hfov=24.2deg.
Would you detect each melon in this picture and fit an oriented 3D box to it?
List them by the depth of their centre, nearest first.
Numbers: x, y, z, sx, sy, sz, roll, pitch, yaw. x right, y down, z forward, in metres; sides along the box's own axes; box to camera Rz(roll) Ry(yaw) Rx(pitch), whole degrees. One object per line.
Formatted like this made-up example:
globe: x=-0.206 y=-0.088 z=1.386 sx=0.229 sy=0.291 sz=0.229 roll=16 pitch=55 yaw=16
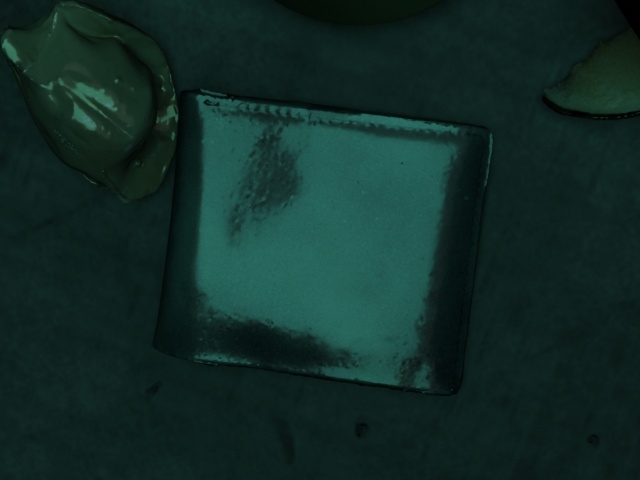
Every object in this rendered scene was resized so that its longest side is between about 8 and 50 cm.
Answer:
melon: x=0.290 y=-0.154 z=1.309 sx=0.182 sy=0.054 sz=0.098 roll=-41 pitch=83 yaw=6

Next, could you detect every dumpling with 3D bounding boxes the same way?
dumpling: x=-0.196 y=-0.133 z=1.335 sx=0.136 sy=0.118 sz=0.199 roll=-44 pitch=117 yaw=-7

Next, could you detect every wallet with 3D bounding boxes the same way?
wallet: x=0.000 y=0.000 z=1.349 sx=0.290 sy=0.054 sz=0.251 roll=6 pitch=96 yaw=4

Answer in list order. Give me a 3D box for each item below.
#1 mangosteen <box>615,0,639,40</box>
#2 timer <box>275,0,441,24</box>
mangosteen: x=0.362 y=-0.249 z=1.144 sx=0.293 sy=0.297 sz=0.297 roll=-20 pitch=92 yaw=-4
timer: x=0.003 y=-0.331 z=1.176 sx=0.290 sy=0.315 sz=0.291 roll=0 pitch=92 yaw=14
